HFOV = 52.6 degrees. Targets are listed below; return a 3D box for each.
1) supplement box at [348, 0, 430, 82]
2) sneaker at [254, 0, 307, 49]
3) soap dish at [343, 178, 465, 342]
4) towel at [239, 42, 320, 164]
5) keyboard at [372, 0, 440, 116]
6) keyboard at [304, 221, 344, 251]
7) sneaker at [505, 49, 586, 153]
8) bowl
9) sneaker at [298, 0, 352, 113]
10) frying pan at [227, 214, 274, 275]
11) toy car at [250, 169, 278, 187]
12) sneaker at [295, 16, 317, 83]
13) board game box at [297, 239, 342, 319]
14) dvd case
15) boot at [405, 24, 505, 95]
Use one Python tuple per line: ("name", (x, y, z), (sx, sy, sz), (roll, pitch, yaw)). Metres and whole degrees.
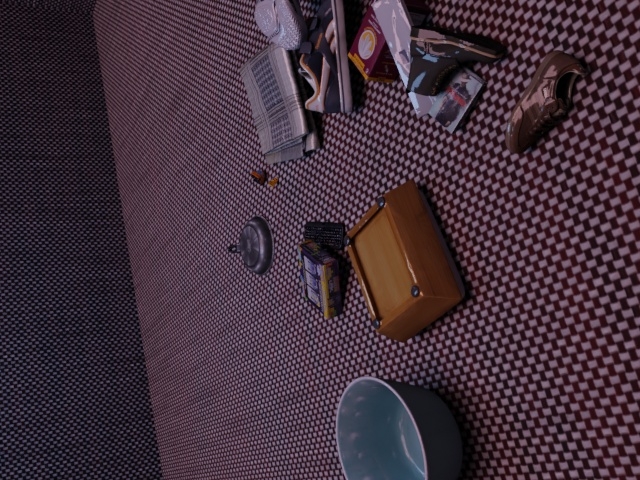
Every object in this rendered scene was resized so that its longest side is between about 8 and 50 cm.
("supplement box", (0.147, -0.457, 1.431), (0.104, 0.081, 0.188), (61, 140, 35))
("sneaker", (-0.088, -0.665, 1.697), (0.365, 0.210, 0.137), (59, 142, 13))
("soap dish", (0.170, 0.049, 1.407), (0.229, 0.118, 0.290), (-49, 52, 49))
("towel", (-0.128, -0.381, 1.842), (0.312, 0.056, 0.324), (-6, 102, 59))
("keyboard", (0.183, -0.387, 1.351), (0.072, 0.014, 0.256), (-16, 99, 48))
("keyboard", (0.000, 0.000, 1.754), (0.192, 0.038, 0.100), (4, 96, 59))
("sneaker", (0.378, -0.222, 1.096), (0.071, 0.066, 0.188), (50, 134, 43))
("bowl", (0.184, 0.433, 1.380), (0.311, 0.163, 0.311), (10, 102, 58))
("sneaker", (0.006, -0.471, 1.583), (0.126, 0.128, 0.321), (6, -100, -86))
("frying pan", (-0.244, -0.003, 2.143), (0.326, 0.053, 0.197), (29, 117, 50))
("toy car", (-0.166, -0.188, 2.023), (0.122, 0.060, 0.040), (27, 72, 36))
("sneaker", (-0.058, -0.528, 1.768), (0.086, 0.064, 0.192), (51, 137, 36))
("board game box", (-0.002, 0.102, 1.717), (0.141, 0.048, 0.170), (37, 140, 50))
("dvd case", (0.271, -0.284, 1.292), (0.119, 0.013, 0.087), (-59, 45, 26))
("boot", (0.257, -0.335, 1.268), (0.198, 0.077, 0.137), (30, 126, 38))
